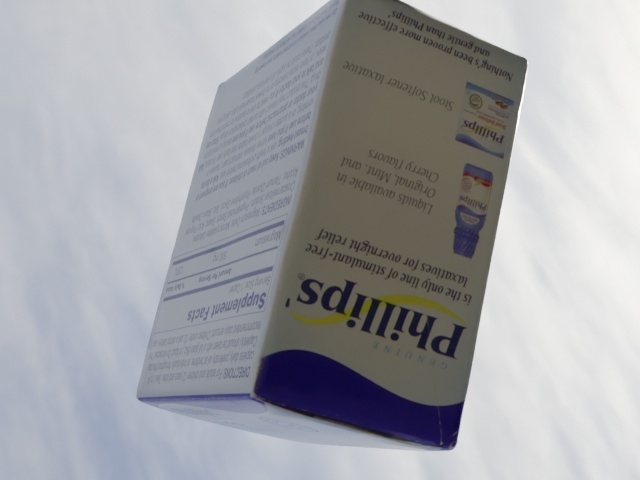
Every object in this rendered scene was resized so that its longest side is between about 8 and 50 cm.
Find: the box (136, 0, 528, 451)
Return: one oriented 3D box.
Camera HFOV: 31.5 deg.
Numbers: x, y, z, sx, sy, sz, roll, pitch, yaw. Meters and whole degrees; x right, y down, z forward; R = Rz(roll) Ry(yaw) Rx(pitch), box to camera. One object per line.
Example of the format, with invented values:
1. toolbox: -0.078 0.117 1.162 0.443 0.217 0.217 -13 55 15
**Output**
1. box: 0.000 0.000 0.404 0.072 0.126 0.137 19 -105 -21
